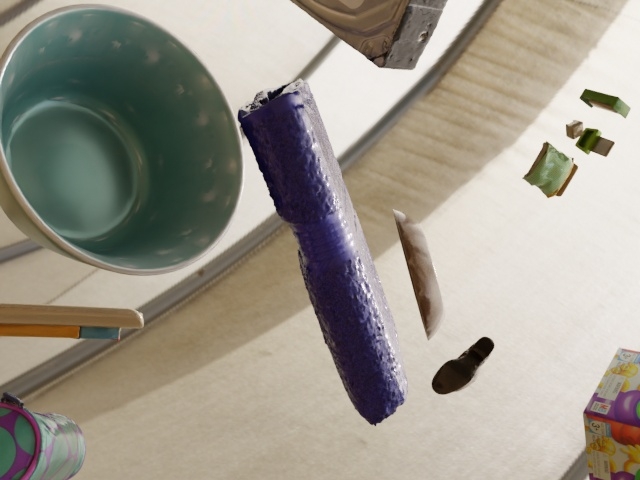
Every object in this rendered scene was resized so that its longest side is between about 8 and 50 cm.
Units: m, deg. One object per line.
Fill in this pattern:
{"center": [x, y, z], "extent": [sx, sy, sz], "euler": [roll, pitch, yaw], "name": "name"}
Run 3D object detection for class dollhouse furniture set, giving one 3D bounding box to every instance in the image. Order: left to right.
{"center": [0.348, -0.123, 0.986], "extent": [0.058, 0.076, 0.151], "euler": [39, -78, 51], "name": "dollhouse furniture set"}

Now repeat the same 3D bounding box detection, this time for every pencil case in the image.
{"center": [-0.222, 0.154, 0.545], "extent": [0.070, 0.151, 0.064], "euler": [33, -108, 5], "name": "pencil case"}

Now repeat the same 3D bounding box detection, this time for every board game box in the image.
{"center": [0.480, 0.248, 0.879], "extent": [0.275, 0.142, 0.144], "euler": [8, -145, 38], "name": "board game box"}

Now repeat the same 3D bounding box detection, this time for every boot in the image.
{"center": [0.179, 0.180, 0.960], "extent": [0.106, 0.114, 0.037], "euler": [-33, -111, -19], "name": "boot"}

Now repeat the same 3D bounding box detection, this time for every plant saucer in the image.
{"center": [0.147, 0.046, 1.072], "extent": [0.036, 0.198, 0.198], "euler": [-14, -115, 6], "name": "plant saucer"}

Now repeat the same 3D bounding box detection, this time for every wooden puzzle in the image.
{"center": [-0.366, 0.117, 1.045], "extent": [0.221, 0.239, 0.044], "euler": [4, -98, -14], "name": "wooden puzzle"}

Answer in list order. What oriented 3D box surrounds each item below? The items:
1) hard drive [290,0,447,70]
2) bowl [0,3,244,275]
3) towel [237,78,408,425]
{"center": [0.064, -0.363, 0.678], "extent": [0.237, 0.064, 0.338], "euler": [46, -55, 30], "name": "hard drive"}
{"center": [-0.260, -0.098, 0.869], "extent": [0.163, 0.312, 0.311], "euler": [-17, -116, 44], "name": "bowl"}
{"center": [0.000, 0.000, 0.716], "extent": [0.076, 0.227, 0.308], "euler": [-19, -77, 7], "name": "towel"}
